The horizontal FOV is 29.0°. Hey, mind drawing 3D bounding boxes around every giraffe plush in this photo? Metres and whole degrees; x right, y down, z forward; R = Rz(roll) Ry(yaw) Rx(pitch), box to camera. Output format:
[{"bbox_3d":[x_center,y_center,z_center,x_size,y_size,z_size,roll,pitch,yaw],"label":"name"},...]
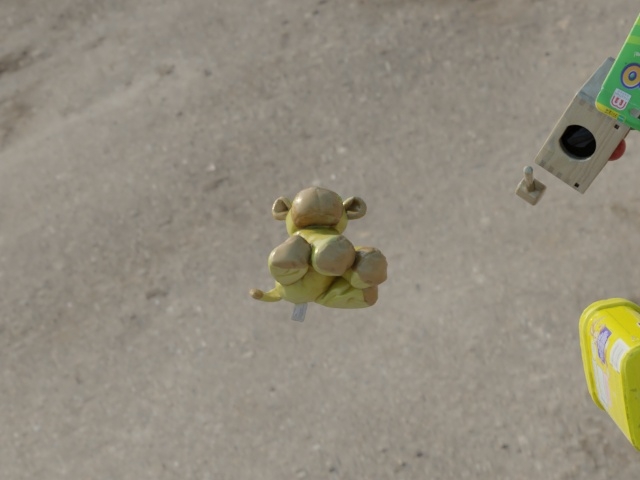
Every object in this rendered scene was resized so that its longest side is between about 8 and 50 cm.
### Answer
[{"bbox_3d":[0.000,0.000,1.753,0.210,0.181,0.170,137,143,-56],"label":"giraffe plush"}]

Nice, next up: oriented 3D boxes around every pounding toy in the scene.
[{"bbox_3d":[0.346,-0.112,1.658,0.094,0.206,0.181,35,43,10],"label":"pounding toy"}]

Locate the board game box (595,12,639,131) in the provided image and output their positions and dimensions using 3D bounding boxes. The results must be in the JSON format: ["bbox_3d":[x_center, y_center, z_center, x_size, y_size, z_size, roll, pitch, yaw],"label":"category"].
[{"bbox_3d":[0.398,-0.227,1.287,0.124,0.259,0.039,31,21,17],"label":"board game box"}]

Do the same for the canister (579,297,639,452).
[{"bbox_3d":[0.328,0.140,1.287,0.073,0.126,0.170,-10,11,1],"label":"canister"}]
